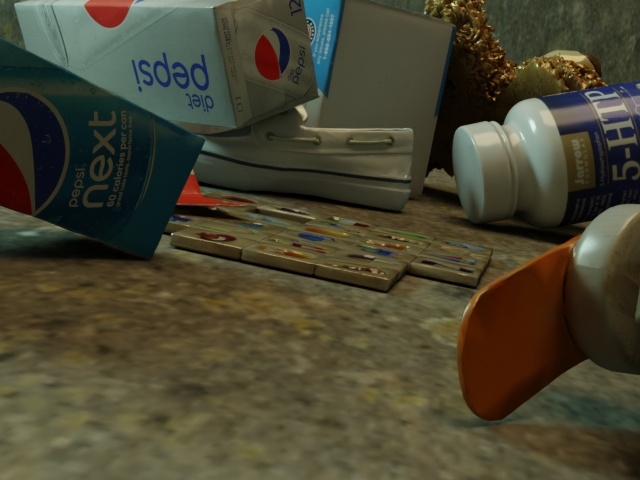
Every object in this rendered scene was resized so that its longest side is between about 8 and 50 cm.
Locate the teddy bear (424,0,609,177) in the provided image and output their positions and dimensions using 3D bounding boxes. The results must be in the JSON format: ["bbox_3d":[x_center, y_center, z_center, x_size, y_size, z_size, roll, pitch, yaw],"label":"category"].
[{"bbox_3d":[0.161,-0.140,1.310,0.113,0.245,0.338,-35,9,-31],"label":"teddy bear"}]

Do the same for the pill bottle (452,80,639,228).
[{"bbox_3d":[0.213,-0.070,1.102,0.186,0.112,0.112,-11,11,-10],"label":"pill bottle"}]

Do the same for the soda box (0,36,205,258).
[{"bbox_3d":[-0.153,-0.058,0.572,0.071,0.067,0.210,24,0,40],"label":"soda box"}]

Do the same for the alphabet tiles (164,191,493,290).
[{"bbox_3d":[0.000,0.000,0.785,0.198,0.009,0.237,12,8,9],"label":"alphabet tiles"}]

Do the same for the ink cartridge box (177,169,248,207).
[{"bbox_3d":[-0.148,-0.054,0.813,0.145,0.045,0.179,1,8,-34],"label":"ink cartridge box"}]

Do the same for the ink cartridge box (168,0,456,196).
[{"bbox_3d":[-0.026,-0.148,1.231,0.232,0.171,0.168,18,10,40],"label":"ink cartridge box"}]

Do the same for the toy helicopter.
[{"bbox_3d":[0.193,0.035,0.489,0.235,0.140,0.355,4,-6,19],"label":"toy helicopter"}]

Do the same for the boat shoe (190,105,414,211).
[{"bbox_3d":[-0.031,-0.078,1.060,0.226,0.076,0.083,7,8,-22],"label":"boat shoe"}]

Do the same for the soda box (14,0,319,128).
[{"bbox_3d":[-0.134,-0.160,1.078,0.091,0.098,0.286,-26,25,-37],"label":"soda box"}]
